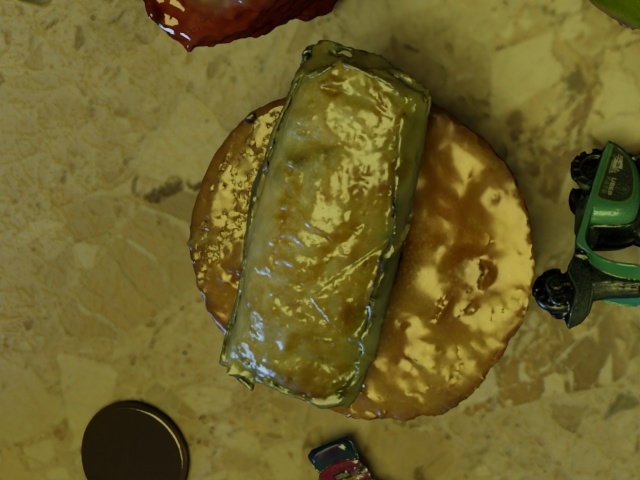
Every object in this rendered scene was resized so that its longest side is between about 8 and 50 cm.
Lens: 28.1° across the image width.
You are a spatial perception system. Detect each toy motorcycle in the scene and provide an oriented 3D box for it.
[{"bbox_3d":[0.222,-0.004,0.949,0.100,0.173,0.058,13,147,18],"label":"toy motorcycle"}]

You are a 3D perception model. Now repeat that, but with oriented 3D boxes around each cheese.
[{"bbox_3d":[0.039,0.241,1.129,0.095,0.038,0.145,-25,97,21],"label":"cheese"}]

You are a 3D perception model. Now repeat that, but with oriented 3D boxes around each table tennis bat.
[{"bbox_3d":[-0.193,0.242,1.158,0.107,0.119,0.170,14,106,13],"label":"table tennis bat"}]

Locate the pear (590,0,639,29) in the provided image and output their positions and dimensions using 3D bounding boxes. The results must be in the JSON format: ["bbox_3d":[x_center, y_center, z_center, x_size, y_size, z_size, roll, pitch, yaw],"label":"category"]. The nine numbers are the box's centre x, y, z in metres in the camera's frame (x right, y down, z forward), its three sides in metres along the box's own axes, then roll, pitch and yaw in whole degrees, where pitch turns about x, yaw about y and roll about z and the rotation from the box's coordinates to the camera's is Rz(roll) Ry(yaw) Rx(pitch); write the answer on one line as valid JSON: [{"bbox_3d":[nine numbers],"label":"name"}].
[{"bbox_3d":[0.265,-0.249,0.852,0.187,0.187,0.220,20,122,11],"label":"pear"}]

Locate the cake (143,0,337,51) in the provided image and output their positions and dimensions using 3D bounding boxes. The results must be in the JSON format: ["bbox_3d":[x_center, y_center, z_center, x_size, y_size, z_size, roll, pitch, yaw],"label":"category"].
[{"bbox_3d":[-0.005,-0.324,0.868,0.319,0.270,0.269,-32,94,21],"label":"cake"}]

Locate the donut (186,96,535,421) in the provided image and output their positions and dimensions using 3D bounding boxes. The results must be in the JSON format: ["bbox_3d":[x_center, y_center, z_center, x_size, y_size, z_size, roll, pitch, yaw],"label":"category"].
[{"bbox_3d":[0.040,0.000,1.027,0.277,0.108,0.278,4,105,16],"label":"donut"}]

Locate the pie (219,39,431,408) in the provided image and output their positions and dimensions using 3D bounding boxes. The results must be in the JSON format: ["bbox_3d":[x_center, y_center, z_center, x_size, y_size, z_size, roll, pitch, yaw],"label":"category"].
[{"bbox_3d":[0.000,0.000,0.946,0.128,0.068,0.283,19,112,13],"label":"pie"}]
